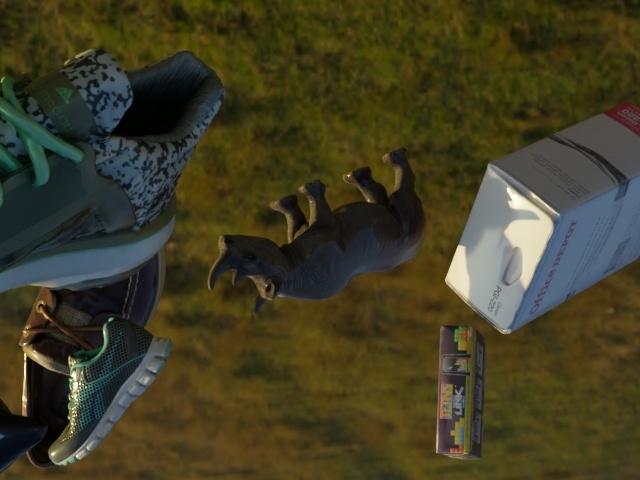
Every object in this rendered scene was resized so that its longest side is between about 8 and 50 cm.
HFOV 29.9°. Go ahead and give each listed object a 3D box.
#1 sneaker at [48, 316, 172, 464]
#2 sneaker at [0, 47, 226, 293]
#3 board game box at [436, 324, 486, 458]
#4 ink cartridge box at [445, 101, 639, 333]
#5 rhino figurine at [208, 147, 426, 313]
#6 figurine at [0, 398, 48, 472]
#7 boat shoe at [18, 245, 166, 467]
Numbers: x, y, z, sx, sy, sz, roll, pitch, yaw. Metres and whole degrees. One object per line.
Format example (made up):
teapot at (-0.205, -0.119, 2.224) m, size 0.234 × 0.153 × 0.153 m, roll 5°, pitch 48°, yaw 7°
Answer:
sneaker at (-0.217, 0.140, 1.150) m, size 0.076 × 0.166 × 0.065 m, roll 38°, pitch -172°, yaw -8°
sneaker at (-0.196, -0.050, 0.703) m, size 0.182 × 0.158 × 0.410 m, roll -47°, pitch 171°, yaw 29°
board game box at (0.192, 0.209, 1.628) m, size 0.048 × 0.170 × 0.141 m, roll 0°, pitch 167°, yaw 16°
ink cartridge box at (0.239, -0.024, 1.158) m, size 0.218 × 0.092 × 0.158 m, roll -26°, pitch 145°, yaw -37°
rhino figurine at (0.000, 0.000, 1.130) m, size 0.243 × 0.106 × 0.073 m, roll -23°, pitch 177°, yaw -29°
figurine at (-0.296, 0.145, 0.747) m, size 0.210 × 0.092 × 0.215 m, roll -2°, pitch 163°, yaw -28°
boat shoe at (-0.256, 0.102, 1.277) m, size 0.123 × 0.123 × 0.342 m, roll 23°, pitch 120°, yaw -2°
